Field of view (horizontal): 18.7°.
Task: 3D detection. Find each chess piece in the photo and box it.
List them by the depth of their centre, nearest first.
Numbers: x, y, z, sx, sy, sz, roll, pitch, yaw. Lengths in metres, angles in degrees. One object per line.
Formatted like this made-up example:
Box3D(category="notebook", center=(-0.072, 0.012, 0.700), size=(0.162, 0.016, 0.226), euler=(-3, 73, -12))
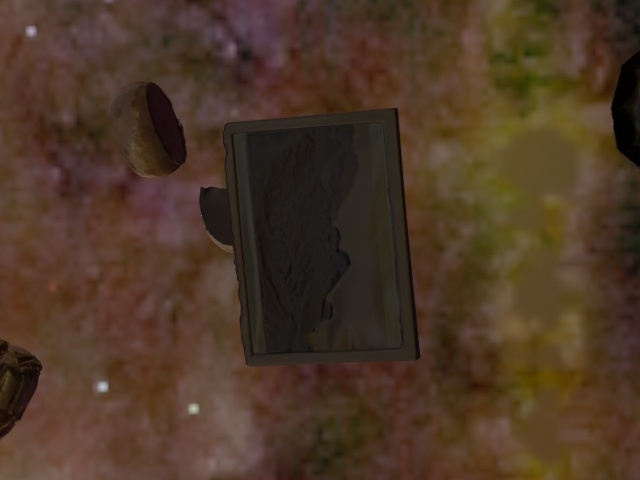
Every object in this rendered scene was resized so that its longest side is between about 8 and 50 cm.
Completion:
Box3D(category="chess piece", center=(-0.145, -0.093, 1.636), size=(0.083, 0.038, 0.083), euler=(58, -161, -33))

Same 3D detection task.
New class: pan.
Box3D(category="pan", center=(0.372, -0.110, 2.107), size=(0.128, 0.048, 0.202), euler=(137, 133, -62))

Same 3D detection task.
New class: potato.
Box3D(category="potato", center=(-0.093, -0.015, 2.253), size=(0.103, 0.096, 0.066), euler=(50, -124, -70))

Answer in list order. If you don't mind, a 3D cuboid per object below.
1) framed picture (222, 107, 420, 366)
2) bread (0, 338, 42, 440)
Box3D(category="framed picture", center=(0.000, 0.000, 2.038), size=(0.018, 0.192, 0.265), euler=(-25, -70, -74))
Box3D(category="bread", center=(-0.381, 0.119, 1.778), size=(0.140, 0.236, 0.106), euler=(-92, 23, -85))
